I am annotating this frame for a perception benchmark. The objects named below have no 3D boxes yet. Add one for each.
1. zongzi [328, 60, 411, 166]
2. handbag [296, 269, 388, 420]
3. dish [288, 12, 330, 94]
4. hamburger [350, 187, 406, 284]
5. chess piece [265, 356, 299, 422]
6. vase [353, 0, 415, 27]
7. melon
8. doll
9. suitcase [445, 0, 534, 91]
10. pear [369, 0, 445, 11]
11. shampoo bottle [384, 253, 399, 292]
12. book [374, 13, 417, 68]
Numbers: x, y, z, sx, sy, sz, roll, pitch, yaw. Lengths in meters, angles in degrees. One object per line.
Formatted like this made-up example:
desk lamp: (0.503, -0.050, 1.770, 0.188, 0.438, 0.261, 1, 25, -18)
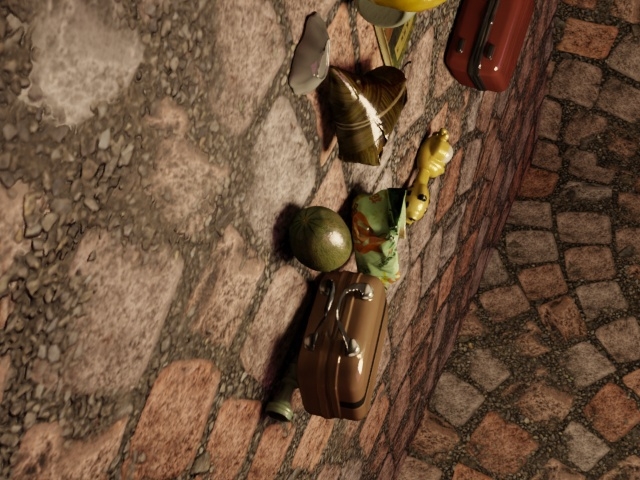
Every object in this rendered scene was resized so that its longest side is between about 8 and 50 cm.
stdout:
zongzi: (0.092, -0.302, 1.397, 0.241, 0.111, 0.247, 73, 35, -49)
handbag: (0.047, 0.200, 1.566, 0.283, 0.149, 0.301, 75, 28, -50)
dish: (-0.006, -0.305, 1.232, 0.091, 0.039, 0.137, -15, 122, -65)
hamburger: (0.127, -0.025, 1.669, 0.214, 0.125, 0.235, 93, -4, -56)
chess piece: (-0.064, 0.303, 1.564, 0.059, 0.059, 0.149, 74, 34, -55)
vase: (0.142, -0.499, 1.344, 0.128, 0.128, 0.248, 77, 28, -53)
melon: (0.000, 0.000, 1.392, 0.114, 0.114, 0.167, -66, 158, -15)
doll: (0.280, -0.171, 1.995, 0.117, 0.086, 0.291, -20, -137, 64)
suitcase: (0.463, -0.567, 2.018, 0.236, 0.161, 0.297, 15, 92, -69)
pear: (0.128, -0.522, 1.128, 0.285, 0.285, 0.336, 64, 12, -61)
shampoo bottle: (0.152, 0.061, 1.864, 0.162, 0.079, 0.079, -64, 158, -17)
book: (0.153, -0.469, 1.520, 0.228, 0.024, 0.160, 58, 50, -63)
